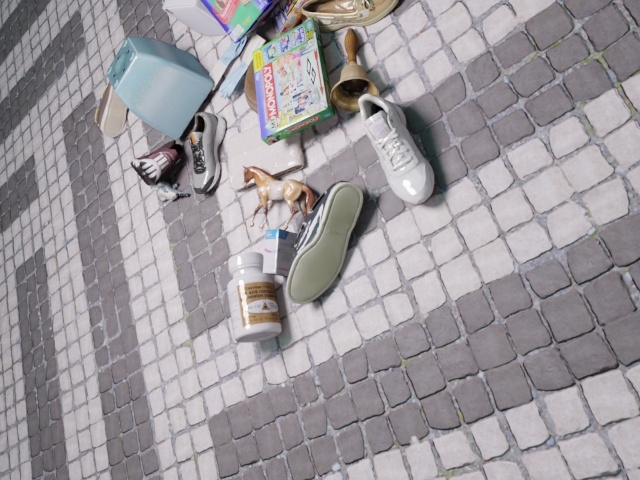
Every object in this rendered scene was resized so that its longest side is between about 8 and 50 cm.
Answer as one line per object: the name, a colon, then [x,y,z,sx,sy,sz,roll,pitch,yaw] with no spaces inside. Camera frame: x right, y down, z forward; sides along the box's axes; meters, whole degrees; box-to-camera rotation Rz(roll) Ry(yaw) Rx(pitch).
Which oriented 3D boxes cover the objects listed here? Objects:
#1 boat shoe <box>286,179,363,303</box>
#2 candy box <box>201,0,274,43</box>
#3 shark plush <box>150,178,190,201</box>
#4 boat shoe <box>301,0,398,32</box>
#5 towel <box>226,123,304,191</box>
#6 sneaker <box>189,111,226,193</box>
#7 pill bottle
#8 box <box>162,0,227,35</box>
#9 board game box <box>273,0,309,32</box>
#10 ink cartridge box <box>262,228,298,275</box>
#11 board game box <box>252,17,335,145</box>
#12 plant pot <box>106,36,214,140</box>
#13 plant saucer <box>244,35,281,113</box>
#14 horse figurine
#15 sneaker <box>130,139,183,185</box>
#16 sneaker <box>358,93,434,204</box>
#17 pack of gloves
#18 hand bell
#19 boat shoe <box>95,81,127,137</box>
boat shoe: [-0.003,-0.002,1.408,0.340,0.127,0.113,-70,23,13]
candy box: [-0.267,-0.781,1.573,0.122,0.317,0.268,-47,16,-26]
shark plush: [-0.510,-0.177,1.852,0.161,0.073,0.067,8,54,43]
boat shoe: [0.081,-0.646,1.488,0.285,0.089,0.104,-6,76,35]
towel: [-0.172,-0.263,1.622,0.282,0.049,0.187,-17,71,33]
sneaker: [-0.381,-0.283,1.744,0.100,0.108,0.271,0,82,35]
pill bottle: [-0.188,0.155,1.494,0.131,0.131,0.229,-24,67,30]
box: [-0.387,-0.778,1.802,0.182,0.181,0.119,15,87,38]
board game box: [-0.086,-0.730,1.589,0.193,0.045,0.146,-30,75,58]
ink cartridge box: [-0.109,0.036,1.486,0.052,0.089,0.122,-4,78,36]
board game box: [-0.081,-0.442,1.512,0.214,0.046,0.317,-20,63,23]
plant pot: [-0.556,-0.531,1.814,0.247,0.252,0.247,-51,48,17]
plant saucer: [-0.121,-0.500,1.613,0.278,0.041,0.277,-13,65,28]
horse figurine: [-0.111,-0.115,1.523,0.263,0.066,0.174,7,88,28]
sneaker: [-0.554,-0.275,1.889,0.162,0.106,0.281,-41,24,-19]
sneaker: [0.166,-0.220,1.299,0.114,0.152,0.305,-33,64,24]
pack of gloves: [-0.271,-0.573,1.776,0.232,0.046,0.195,-53,44,12]
hand bell: [0.088,-0.480,1.459,0.126,0.126,0.241,-19,57,32]
boat shoe: [-0.783,-0.563,2.096,0.097,0.117,0.324,35,107,33]
